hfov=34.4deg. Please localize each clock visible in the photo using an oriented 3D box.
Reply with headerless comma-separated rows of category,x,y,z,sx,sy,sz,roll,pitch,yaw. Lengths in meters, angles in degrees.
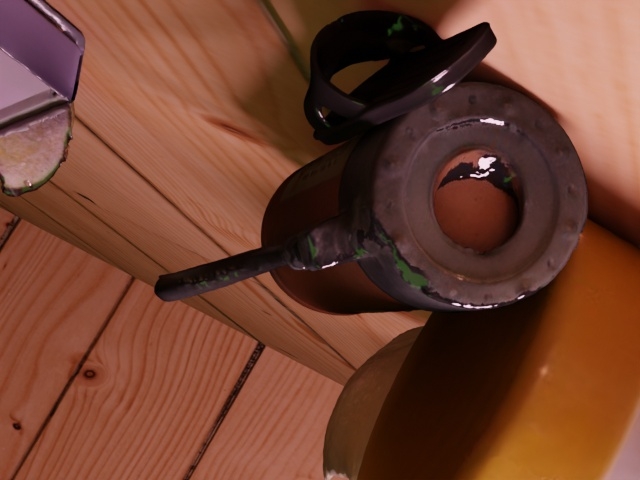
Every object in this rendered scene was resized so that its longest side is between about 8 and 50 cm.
clock,-0.296,-0.158,0.788,0.145,0.073,0.193,-15,144,29

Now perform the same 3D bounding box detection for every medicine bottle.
medicine bottle,0.171,0.133,0.617,0.232,0.238,0.238,31,169,-6

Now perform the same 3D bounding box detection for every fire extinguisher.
fire extinguisher,0.002,-0.011,0.661,0.200,0.113,0.376,5,175,-12

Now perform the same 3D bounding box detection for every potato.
potato,-0.290,-0.163,0.948,0.120,0.100,0.261,-11,144,5

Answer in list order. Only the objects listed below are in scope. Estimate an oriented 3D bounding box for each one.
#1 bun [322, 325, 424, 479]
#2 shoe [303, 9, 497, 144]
bun,0.190,0.181,0.898,0.364,0.202,0.364,24,174,3
shoe,0.026,-0.086,0.486,0.053,0.062,0.159,46,166,-14
